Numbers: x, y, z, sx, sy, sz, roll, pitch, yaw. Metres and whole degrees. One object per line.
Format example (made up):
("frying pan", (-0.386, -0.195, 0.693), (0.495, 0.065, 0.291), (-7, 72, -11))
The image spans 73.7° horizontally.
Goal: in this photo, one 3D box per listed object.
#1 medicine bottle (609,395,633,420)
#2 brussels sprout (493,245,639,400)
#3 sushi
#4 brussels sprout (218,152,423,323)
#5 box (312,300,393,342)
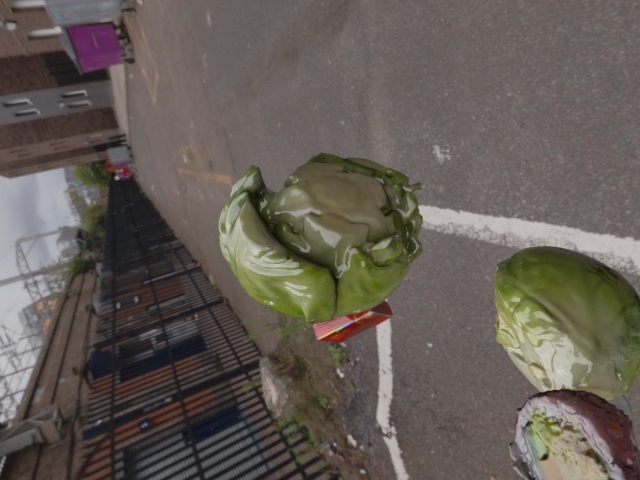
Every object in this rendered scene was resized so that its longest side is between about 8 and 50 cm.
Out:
("medicine bottle", (0.790, 0.502, 1.226), (0.107, 0.107, 0.191), (56, 159, 33))
("brussels sprout", (0.493, 0.170, 0.879), (0.344, 0.344, 0.268), (57, 151, 31))
("sushi", (0.394, 0.315, 0.605), (0.241, 0.108, 0.161), (37, 116, 62))
("brussels sprout", (-0.001, 0.018, 0.925), (0.360, 0.426, 0.342), (107, 148, -44))
("box", (0.083, 0.206, 1.089), (0.175, 0.112, 0.048), (-34, 57, 27))
